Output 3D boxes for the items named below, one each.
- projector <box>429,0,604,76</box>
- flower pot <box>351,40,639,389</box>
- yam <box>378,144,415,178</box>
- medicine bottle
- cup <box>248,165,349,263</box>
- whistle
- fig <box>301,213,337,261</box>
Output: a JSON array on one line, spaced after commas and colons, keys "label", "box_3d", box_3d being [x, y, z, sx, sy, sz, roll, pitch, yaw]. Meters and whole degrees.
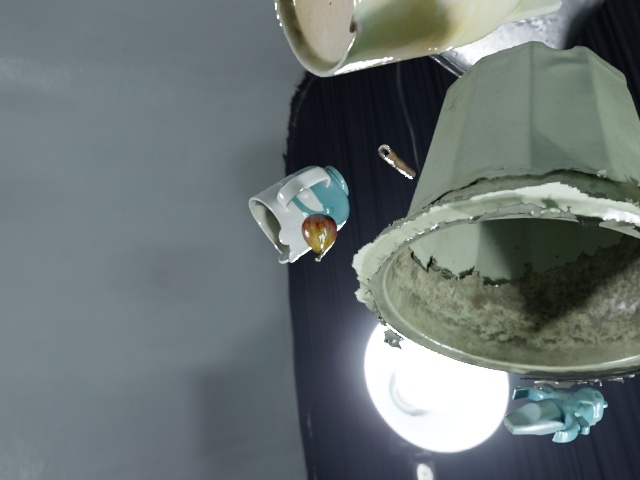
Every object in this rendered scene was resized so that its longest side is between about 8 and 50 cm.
[{"label": "projector", "box_3d": [0.498, -0.636, 1.428, 0.395, 0.242, 0.405, 27, 109, -19]}, {"label": "flower pot", "box_3d": [0.197, -0.034, 0.478, 0.290, 0.259, 0.290, 13, 147, 9]}, {"label": "yam", "box_3d": [0.274, -0.270, 1.818, 0.045, 0.045, 0.327, 9, 177, 26]}, {"label": "medicine bottle", "box_3d": [0.157, -0.396, 0.758, 0.406, 0.235, 0.236, -20, 170, -23]}, {"label": "cup", "box_3d": [-0.053, -0.100, 1.491, 0.258, 0.219, 0.289, -34, 162, -18]}, {"label": "whistle", "box_3d": [0.586, 0.428, 1.277, 0.274, 0.093, 0.186, -8, -161, -11]}, {"label": "fig", "box_3d": [0.000, 0.000, 1.223, 0.089, 0.125, 0.089, -4, 153, -2]}]
